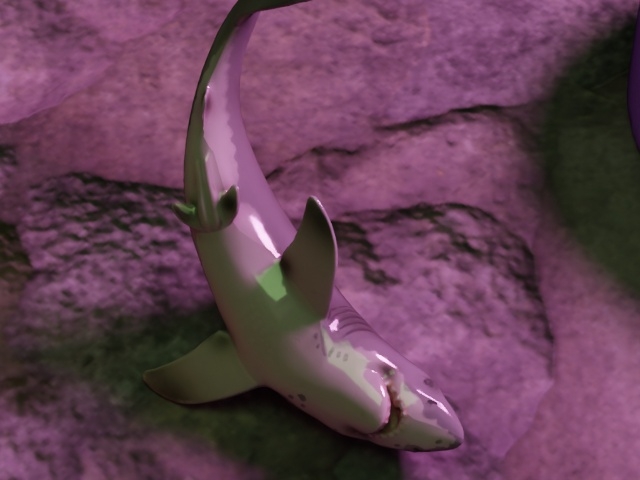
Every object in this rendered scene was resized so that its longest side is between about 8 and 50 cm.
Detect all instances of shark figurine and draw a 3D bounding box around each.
[{"bbox_3d":[-0.021,-0.020,0.942,0.166,0.278,0.116,-12,5,28],"label":"shark figurine"}]

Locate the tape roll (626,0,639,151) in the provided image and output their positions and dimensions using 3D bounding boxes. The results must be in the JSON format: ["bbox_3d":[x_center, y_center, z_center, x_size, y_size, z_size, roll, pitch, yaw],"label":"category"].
[{"bbox_3d":[0.319,-0.104,1.018,0.275,0.090,0.275,-1,51,1],"label":"tape roll"}]
